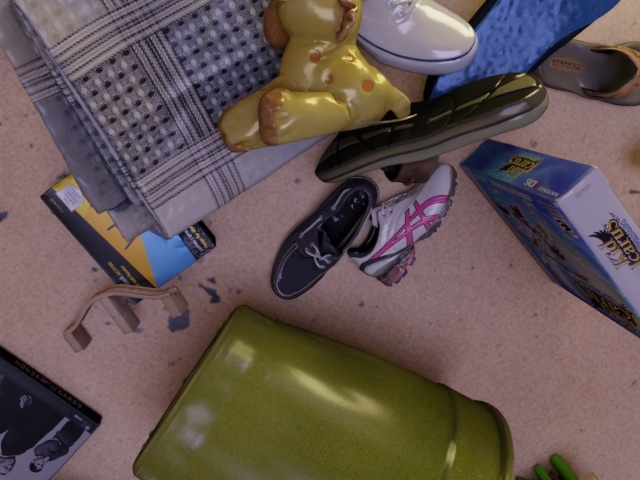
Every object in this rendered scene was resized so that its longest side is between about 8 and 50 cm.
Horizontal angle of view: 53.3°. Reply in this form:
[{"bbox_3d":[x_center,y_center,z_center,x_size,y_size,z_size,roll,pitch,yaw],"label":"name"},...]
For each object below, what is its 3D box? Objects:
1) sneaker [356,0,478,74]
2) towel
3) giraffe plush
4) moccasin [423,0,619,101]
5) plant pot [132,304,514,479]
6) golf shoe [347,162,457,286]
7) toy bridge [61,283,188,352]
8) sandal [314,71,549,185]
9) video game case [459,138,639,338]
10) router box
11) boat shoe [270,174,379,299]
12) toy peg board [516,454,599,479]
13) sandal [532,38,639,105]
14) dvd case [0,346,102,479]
[{"bbox_3d":[0.060,-0.273,0.717,0.258,0.091,0.094,30,74,10],"label":"sneaker"},{"bbox_3d":[-0.149,-0.181,0.709,0.324,0.056,0.312,-31,125,-13],"label":"towel"},{"bbox_3d":[-0.009,-0.194,0.662,0.210,0.181,0.171,-5,101,31],"label":"giraffe plush"},{"bbox_3d":[0.249,-0.287,0.791,0.342,0.117,0.138,-39,103,6],"label":"moccasin"},{"bbox_3d":[-0.020,0.268,0.790,0.353,0.366,0.366,34,97,-5],"label":"plant pot"},{"bbox_3d":[0.112,-0.030,0.857,0.086,0.067,0.186,31,98,-14],"label":"golf shoe"},{"bbox_3d":[-0.255,0.088,0.808,0.188,0.026,0.063,-21,112,22],"label":"toy bridge"},{"bbox_3d":[0.116,-0.107,0.741,0.086,0.302,0.120,55,46,-30],"label":"sandal"},{"bbox_3d":[0.310,-0.004,0.792,0.061,0.269,0.244,-42,107,4],"label":"video game case"},{"bbox_3d":[-0.238,-0.027,0.809,0.133,0.046,0.179,-36,108,1],"label":"router box"},{"bbox_3d":[0.000,0.000,0.836,0.075,0.065,0.206,39,102,-5],"label":"boat shoe"},{"bbox_3d":[0.370,0.436,1.029,0.161,0.079,0.161,-30,123,0],"label":"toy peg board"},{"bbox_3d":[0.389,-0.231,0.855,0.219,0.060,0.090,7,103,-11],"label":"sandal"},{"bbox_3d":[-0.445,0.279,0.863,0.179,0.029,0.239,42,95,-17],"label":"dvd case"}]
